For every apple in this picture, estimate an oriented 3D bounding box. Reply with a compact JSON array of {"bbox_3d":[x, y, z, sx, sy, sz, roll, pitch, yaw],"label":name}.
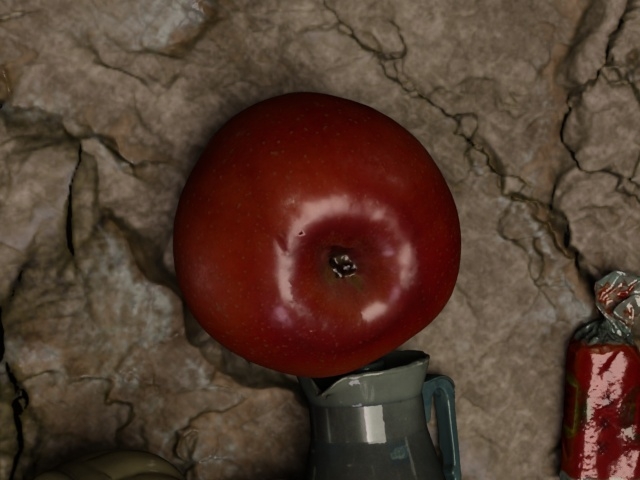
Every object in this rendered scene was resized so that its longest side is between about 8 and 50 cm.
[{"bbox_3d":[0.000,0.000,1.616,0.260,0.216,0.260,-4,105,-15],"label":"apple"}]

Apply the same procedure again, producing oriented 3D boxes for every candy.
[{"bbox_3d":[0.287,0.174,1.806,0.086,0.059,0.292,-1,100,-13],"label":"candy"}]

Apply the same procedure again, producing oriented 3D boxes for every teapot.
[{"bbox_3d":[0.062,0.220,1.715,0.203,0.171,0.225,-11,98,-45],"label":"teapot"}]

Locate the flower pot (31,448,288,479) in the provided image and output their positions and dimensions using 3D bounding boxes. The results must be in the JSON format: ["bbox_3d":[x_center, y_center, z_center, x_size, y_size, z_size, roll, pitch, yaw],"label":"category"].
[{"bbox_3d":[-0.129,0.337,1.622,0.244,0.307,0.307,-2,102,-28],"label":"flower pot"}]
